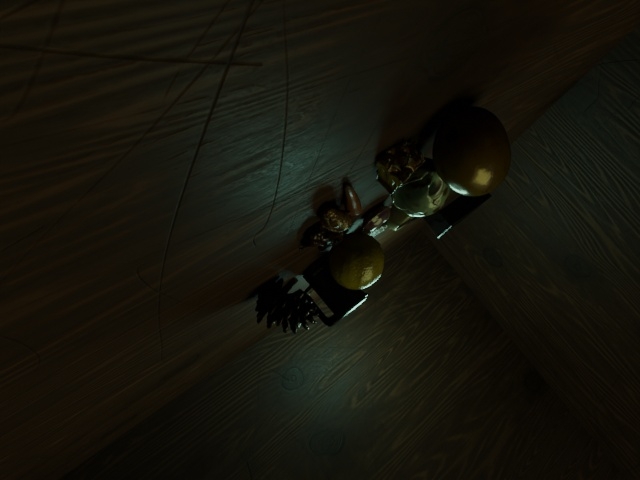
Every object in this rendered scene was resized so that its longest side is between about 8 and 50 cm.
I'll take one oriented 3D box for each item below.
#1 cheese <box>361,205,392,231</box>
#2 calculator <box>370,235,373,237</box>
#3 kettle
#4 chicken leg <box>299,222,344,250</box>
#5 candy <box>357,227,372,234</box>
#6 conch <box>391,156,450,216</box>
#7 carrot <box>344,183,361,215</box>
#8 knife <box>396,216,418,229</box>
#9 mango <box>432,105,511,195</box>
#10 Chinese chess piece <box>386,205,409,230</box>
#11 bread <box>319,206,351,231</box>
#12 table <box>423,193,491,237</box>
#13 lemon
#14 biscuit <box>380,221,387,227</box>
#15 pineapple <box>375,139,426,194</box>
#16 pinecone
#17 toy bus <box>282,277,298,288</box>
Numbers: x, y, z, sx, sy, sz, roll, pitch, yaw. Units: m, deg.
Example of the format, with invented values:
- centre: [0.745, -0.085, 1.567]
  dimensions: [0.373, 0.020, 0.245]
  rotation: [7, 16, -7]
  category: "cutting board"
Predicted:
- centre: [0.277, -0.105, 1.998]
  dimensions: [0.188, 0.074, 0.286]
  rotation: [-40, 172, 14]
  category: "cheese"
- centre: [0.192, 0.025, 2.223]
  dimensions: [0.210, 0.039, 0.121]
  rotation: [-14, 160, -23]
  category: "calculator"
- centre: [0.054, 0.251, 2.131]
  dimensions: [0.262, 0.308, 0.203]
  rotation: [-34, 167, -17]
  category: "kettle"
- centre: [0.011, -0.006, 1.613]
  dimensions: [0.177, 0.083, 0.322]
  rotation: [-32, 169, 19]
  category: "chicken leg"
- centre: [0.228, -0.047, 2.138]
  dimensions: [0.182, 0.053, 0.046]
  rotation: [-32, 174, -18]
  category: "candy"
- centre: [0.373, -0.199, 1.602]
  dimensions: [0.249, 0.197, 0.368]
  rotation: [-8, 149, -9]
  category: "conch"
- centre: [0.103, -0.146, 1.404]
  dimensions: [0.061, 0.061, 0.257]
  rotation: [-37, 159, -3]
  category: "carrot"
- centre: [0.491, -0.104, 2.260]
  dimensions: [0.247, 0.018, 0.035]
  rotation: [-27, 167, -41]
  category: "knife"
- centre: [0.542, -0.313, 1.436]
  dimensions: [0.232, 0.301, 0.445]
  rotation: [-20, -179, 38]
  category: "mango"
- centre: [0.476, -0.166, 2.280]
  dimensions: [0.273, 0.102, 0.273]
  rotation: [-37, 169, -8]
  category: "Chinese chess piece"
- centre: [0.057, -0.067, 1.428]
  dimensions: [0.104, 0.076, 0.233]
  rotation: [-3, 178, 12]
  category: "bread"
- centre: [0.574, -0.212, 1.906]
  dimensions: [0.250, 0.282, 0.196]
  rotation: [-36, 169, -9]
  category: "table"
- centre: [0.171, 0.097, 1.969]
  dimensions: [0.293, 0.293, 0.293]
  rotation: [-35, 168, -9]
  category: "lemon"
- centre: [0.287, -0.059, 2.272]
  dimensions: [0.170, 0.050, 0.170]
  rotation: [-28, 166, -8]
  category: "biscuit"
- centre: [0.261, -0.235, 1.358]
  dimensions: [0.186, 0.115, 0.236]
  rotation: [-46, 168, 36]
  category: "pineapple"
- centre: [-0.157, 0.298, 1.840]
  dimensions: [0.244, 0.309, 0.244]
  rotation: [-54, -165, 22]
  category: "pinecone"
- centre: [-0.159, 0.234, 2.124]
  dimensions: [0.110, 0.031, 0.043]
  rotation: [-46, 172, 33]
  category: "toy bus"
